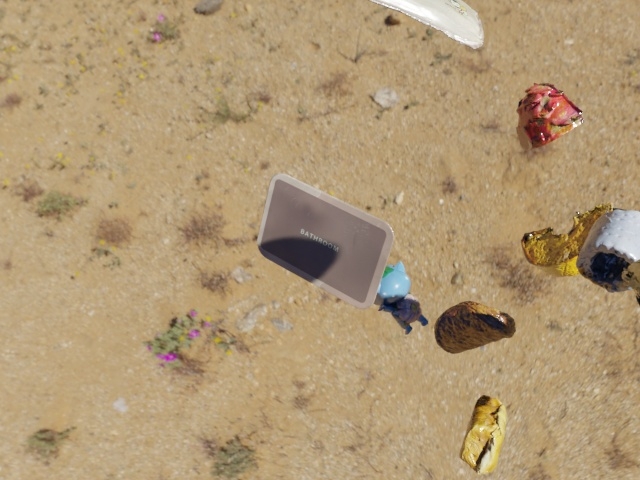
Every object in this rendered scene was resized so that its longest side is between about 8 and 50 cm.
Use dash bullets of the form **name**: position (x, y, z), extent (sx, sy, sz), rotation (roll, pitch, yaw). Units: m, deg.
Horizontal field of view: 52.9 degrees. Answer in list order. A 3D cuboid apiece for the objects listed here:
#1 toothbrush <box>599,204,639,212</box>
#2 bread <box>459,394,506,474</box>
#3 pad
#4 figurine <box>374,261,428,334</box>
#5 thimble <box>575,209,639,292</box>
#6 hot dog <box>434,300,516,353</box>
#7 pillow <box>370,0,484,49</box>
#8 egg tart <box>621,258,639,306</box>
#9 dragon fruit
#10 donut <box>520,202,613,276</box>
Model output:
- **toothbrush**: position (0.767, -0.056, 1.536), extent (0.030, 0.297, 0.031), rotation (32, 88, -19)
- **bread**: position (0.239, 0.278, 0.931), extent (0.053, 0.132, 0.074), rotation (17, 102, 17)
- **pad**: position (0.000, 0.000, 1.156), extent (0.266, 0.002, 0.176), rotation (27, 117, 24)
- **figurine**: position (0.179, 0.140, 1.556), extent (0.114, 0.144, 0.178), rotation (-35, 99, -6)
- **thimble**: position (0.594, 0.020, 1.285), extent (0.127, 0.151, 0.118), rotation (36, 65, 7)
- **hot dog**: position (0.263, 0.149, 1.102), extent (0.099, 0.147, 0.065), rotation (22, 58, -26)
- **pillow**: position (0.114, -0.319, 0.846), extent (0.232, 0.038, 0.131), rotation (18, 40, -13)
- **egg tart**: position (0.418, 0.092, 0.645), extent (0.241, 0.241, 0.106), rotation (26, 107, 22)
- **dragon fruit**: position (0.649, -0.354, 1.882), extent (0.162, 0.261, 0.189), rotation (28, 91, -8)
- **donut**: position (0.629, 0.022, 1.632), extent (0.259, 0.101, 0.152), rotation (-23, 32, 40)
